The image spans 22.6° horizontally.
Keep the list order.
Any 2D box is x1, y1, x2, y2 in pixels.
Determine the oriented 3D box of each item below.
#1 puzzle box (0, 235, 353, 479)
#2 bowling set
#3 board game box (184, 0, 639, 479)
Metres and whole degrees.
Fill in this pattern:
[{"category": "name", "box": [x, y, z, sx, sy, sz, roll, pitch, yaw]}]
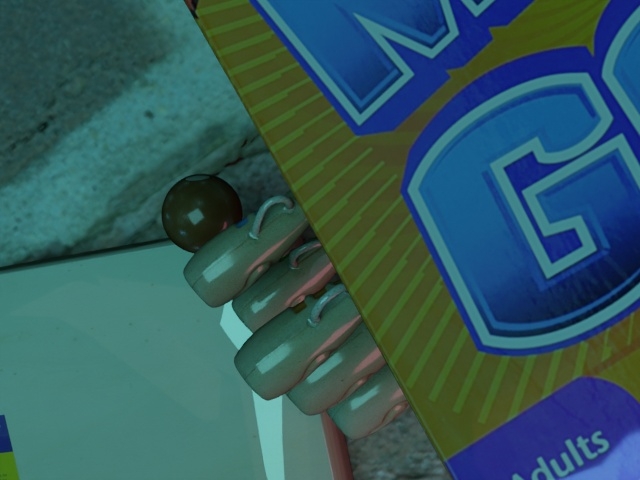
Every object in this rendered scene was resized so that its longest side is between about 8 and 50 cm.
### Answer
[{"category": "puzzle box", "box": [-0.186, 0.146, 1.195, 0.409, 0.052, 0.272, -9, 99, 16]}, {"category": "bowling set", "box": [0.000, 0.000, 1.012, 0.154, 0.287, 0.200, -40, 74, 2]}, {"category": "board game box", "box": [0.197, -0.084, 0.776, 0.356, 0.356, 0.356, -35, 69, 15]}]
